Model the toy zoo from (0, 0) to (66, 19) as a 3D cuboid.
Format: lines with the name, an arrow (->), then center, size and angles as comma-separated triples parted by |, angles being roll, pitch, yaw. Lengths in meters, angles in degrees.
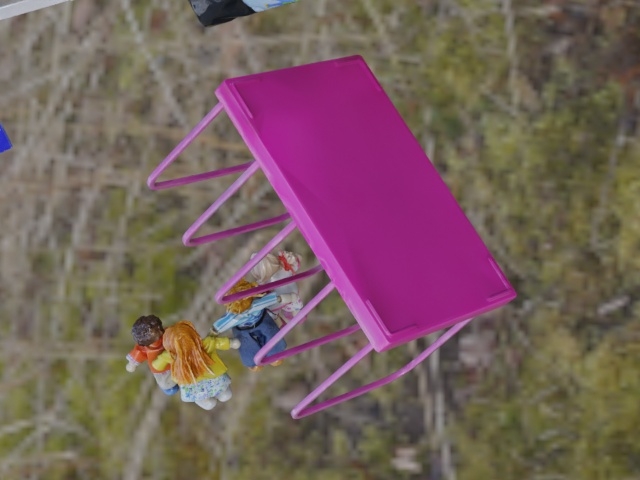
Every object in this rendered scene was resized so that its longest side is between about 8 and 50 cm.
toy zoo -> -0.357, -0.307, 1.829 | 0.030, 0.293, 0.192 | -133, 28, -61

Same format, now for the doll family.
doll family -> -0.114, 0.117, 2.293 | 0.118, 0.263, 0.163 | 54, 171, 39

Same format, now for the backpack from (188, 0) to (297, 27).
backpack -> 0.055, -0.351, 1.548 | 0.355, 0.273, 0.290 | 3, 52, 26

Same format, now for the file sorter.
file sorter -> 0.000, 0.000, 1.780 | 0.182, 0.202, 0.291 | -43, 72, 39

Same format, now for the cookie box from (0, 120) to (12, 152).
cookie box -> -0.444, -0.133, 2.246 | 0.040, 0.107, 0.092 | -124, 10, -65
